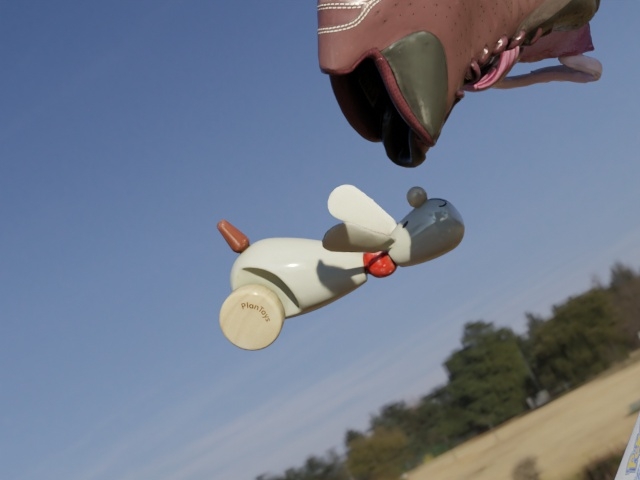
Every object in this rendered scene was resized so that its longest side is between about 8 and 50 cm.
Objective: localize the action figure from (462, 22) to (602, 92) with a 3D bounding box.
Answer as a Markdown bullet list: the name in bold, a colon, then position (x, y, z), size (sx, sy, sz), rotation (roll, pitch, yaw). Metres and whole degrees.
- **action figure**: position (0.132, -0.208, 1.060), size (0.248, 0.276, 0.370), rotation (-7, 25, 18)

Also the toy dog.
- **toy dog**: position (0.000, 0.000, 1.448), size (0.333, 0.161, 0.220), rotation (-29, 14, -5)

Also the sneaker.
- **sneaker**: position (0.085, -0.125, 0.733), size (0.106, 0.163, 0.281), rotation (5, 1, 44)

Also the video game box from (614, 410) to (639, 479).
- **video game box**: position (0.225, 0.180, 0.686), size (0.187, 0.048, 0.205), rotation (-79, 5, -78)
